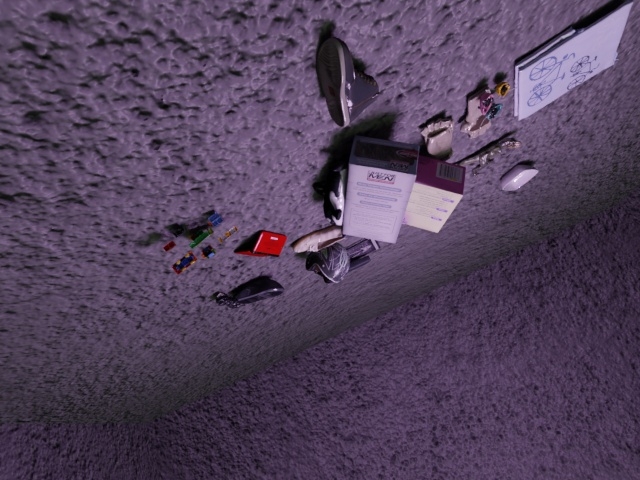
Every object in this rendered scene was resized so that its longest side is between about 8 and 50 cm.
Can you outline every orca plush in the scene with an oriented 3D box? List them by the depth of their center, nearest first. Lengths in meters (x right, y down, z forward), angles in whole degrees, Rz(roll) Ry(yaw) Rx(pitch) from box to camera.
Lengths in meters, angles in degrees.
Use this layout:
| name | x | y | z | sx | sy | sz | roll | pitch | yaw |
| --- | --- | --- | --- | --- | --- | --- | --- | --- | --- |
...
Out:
| name | x | y | z | sx | sy | sz | roll | pitch | yaw |
| --- | --- | --- | --- | --- | --- | --- | --- | --- | --- |
| orca plush | 0.025 | -0.147 | 1.383 | 0.102 | 0.151 | 0.287 | 7 | 158 | 3 |

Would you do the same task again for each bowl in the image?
| name | x | y | z | sx | sy | sz | roll | pitch | yaw |
| --- | --- | --- | --- | --- | --- | --- | --- | --- | --- |
| bowl | 0.865 | -0.283 | 1.996 | 0.142 | 0.053 | 0.142 | -5 | 151 | -40 |

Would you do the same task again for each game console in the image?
| name | x | y | z | sx | sy | sz | roll | pitch | yaw |
| --- | --- | --- | --- | --- | --- | --- | --- | --- | --- |
| game console | -0.208 | 0.014 | 1.598 | 0.144 | 0.085 | 0.124 | 12 | 106 | -56 |

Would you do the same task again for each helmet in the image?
| name | x | y | z | sx | sy | sz | roll | pitch | yaw |
| --- | --- | --- | --- | --- | --- | --- | --- | --- | --- |
| helmet | 0.038 | 0.086 | 1.792 | 0.169 | 0.170 | 0.161 | -3 | 170 | -42 |

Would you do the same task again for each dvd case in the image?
| name | x | y | z | sx | sy | sz | roll | pitch | yaw |
| --- | --- | --- | --- | --- | --- | --- | --- | --- | --- |
| dvd case | 0.157 | 0.051 | 2.038 | 0.221 | 0.018 | 0.164 | -27 | 156 | 7 |

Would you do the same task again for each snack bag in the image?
| name | x | y | z | sx | sy | sz | roll | pitch | yaw |
| --- | --- | --- | --- | --- | --- | --- | --- | --- | --- |
| snack bag | 0.744 | -0.532 | 1.366 | 0.342 | 0.037 | 0.323 | -31 | 157 | 14 |

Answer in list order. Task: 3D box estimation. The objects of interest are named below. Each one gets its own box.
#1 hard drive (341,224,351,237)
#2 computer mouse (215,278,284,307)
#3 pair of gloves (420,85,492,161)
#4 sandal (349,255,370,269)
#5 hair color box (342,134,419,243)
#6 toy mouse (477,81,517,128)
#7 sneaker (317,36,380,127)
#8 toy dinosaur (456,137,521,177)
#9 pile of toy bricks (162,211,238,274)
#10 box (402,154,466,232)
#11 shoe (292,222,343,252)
| name | x | y | z | sx | sy | sz | roll | pitch | yaw |
| --- | --- | --- | --- | --- | --- | --- | --- | --- | --- |
| hard drive | 0.202 | -0.088 | 1.718 | 0.254 | 0.054 | 0.172 | -13 | 155 | -41 |
| computer mouse | -0.285 | 0.210 | 1.880 | 0.272 | 0.072 | 0.188 | -15 | 160 | 8 |
| pair of gloves | 0.430 | -0.354 | 1.415 | 0.240 | 0.042 | 0.204 | -36 | 149 | 10 |
| sandal | 0.114 | 0.116 | 2.062 | 0.254 | 0.055 | 0.097 | -20 | 165 | -35 |
| hair color box | 0.172 | -0.142 | 1.389 | 0.185 | 0.114 | 0.374 | 10 | 151 | 5 |
| toy mouse | 0.494 | -0.398 | 1.330 | 0.161 | 0.031 | 0.143 | -7 | 130 | -47 |
| sneaker | 0.066 | -0.368 | 1.005 | 0.118 | 0.083 | 0.222 | -40 | 153 | -15 |
| toy dinosaur | 0.607 | -0.301 | 1.697 | 0.268 | 0.064 | 0.118 | -26 | 151 | 8 |
| pile of toy bricks | -0.355 | -0.001 | 1.335 | 0.212 | 0.118 | 0.105 | -38 | -173 | -10 |
| box | 0.337 | -0.158 | 1.521 | 0.213 | 0.117 | 0.243 | 15 | 151 | 2 |
| shoe | 0.000 | 0.000 | 1.718 | 0.219 | 0.058 | 0.076 | -24 | 157 | -4 |
